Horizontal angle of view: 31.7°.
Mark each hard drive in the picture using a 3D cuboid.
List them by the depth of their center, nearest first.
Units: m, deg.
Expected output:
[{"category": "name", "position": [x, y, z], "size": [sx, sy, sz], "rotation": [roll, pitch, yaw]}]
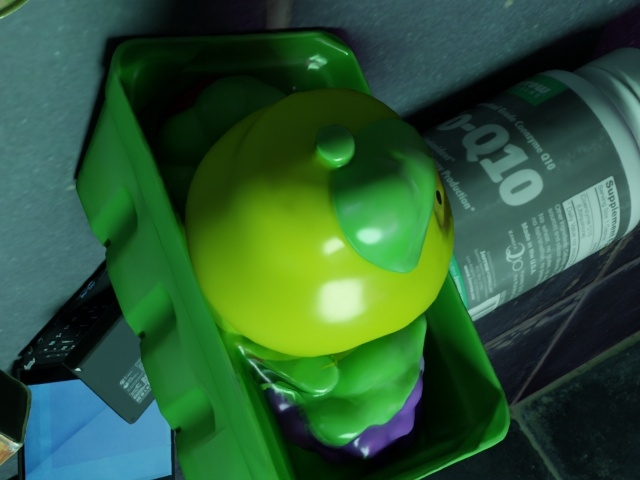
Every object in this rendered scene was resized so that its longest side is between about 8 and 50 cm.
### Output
[{"category": "hard drive", "position": [-0.189, 0.117, 1.115], "size": [0.094, 0.022, 0.135], "rotation": [-50, 148, -15]}]

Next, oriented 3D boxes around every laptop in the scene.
[{"category": "laptop", "position": [-0.184, 0.149, 1.186], "size": [0.264, 0.136, 0.234], "rotation": [-44, 157, 25]}]

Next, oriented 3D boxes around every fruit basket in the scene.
[{"category": "fruit basket", "position": [0.000, 0.000, 0.806], "size": [0.283, 0.392, 0.392], "rotation": [-13, 151, -43]}]

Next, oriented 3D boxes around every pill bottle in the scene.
[{"category": "pill bottle", "position": [0.216, -0.058, 1.217], "size": [0.361, 0.204, 0.204], "rotation": [-28, 158, -15]}]

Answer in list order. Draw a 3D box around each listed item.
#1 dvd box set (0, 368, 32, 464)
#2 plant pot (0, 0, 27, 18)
[{"category": "dvd box set", "position": [-0.438, 0.155, 0.707], "size": [0.420, 0.062, 0.307], "rotation": [-40, 120, 17]}, {"category": "plant pot", "position": [-0.193, -0.167, 0.582], "size": [0.083, 0.083, 0.079], "rotation": [-30, 146, -10]}]
